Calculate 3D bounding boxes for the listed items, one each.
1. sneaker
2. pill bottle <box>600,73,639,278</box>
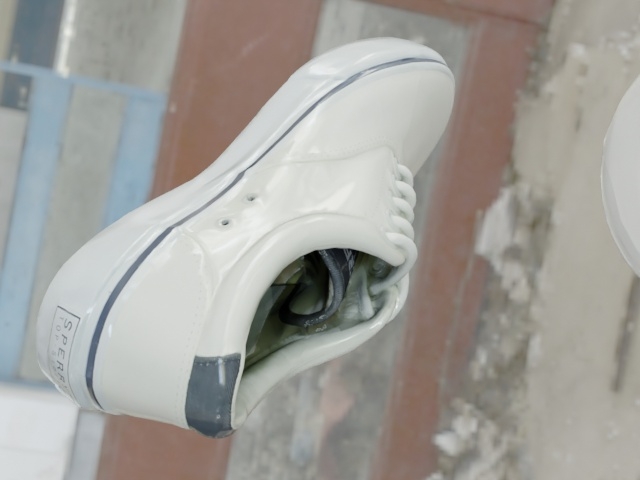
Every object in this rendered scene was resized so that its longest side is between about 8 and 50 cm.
[{"bbox_3d":[0.000,0.000,0.606,0.258,0.091,0.094,-44,-31,-42],"label":"sneaker"},{"bbox_3d":[0.228,-0.018,0.662,0.121,0.221,0.121,-6,81,39],"label":"pill bottle"}]
